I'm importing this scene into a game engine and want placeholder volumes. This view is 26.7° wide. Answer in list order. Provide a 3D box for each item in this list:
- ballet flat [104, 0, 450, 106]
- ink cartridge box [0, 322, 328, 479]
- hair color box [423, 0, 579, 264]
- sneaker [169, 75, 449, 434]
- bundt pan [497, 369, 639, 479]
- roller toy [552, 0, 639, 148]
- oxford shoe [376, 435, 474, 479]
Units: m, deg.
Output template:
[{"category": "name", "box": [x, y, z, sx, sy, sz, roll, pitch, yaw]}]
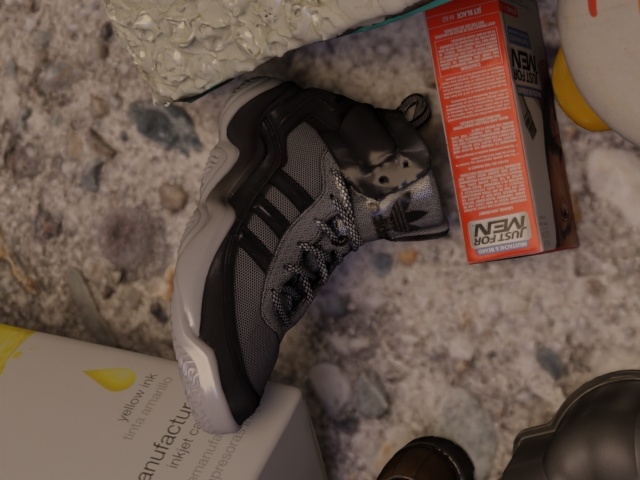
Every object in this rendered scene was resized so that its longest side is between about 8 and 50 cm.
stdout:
[{"category": "ballet flat", "box": [-0.007, -0.184, 0.812, 0.409, 0.147, 0.147, -15, 85, 46]}, {"category": "ink cartridge box", "box": [-0.222, 0.209, 0.905, 0.385, 0.279, 0.160, 9, 137, 24]}, {"category": "hair color box", "box": [0.117, -0.072, 0.859, 0.053, 0.093, 0.167, -10, 88, 25]}, {"category": "sneaker", "box": [0.000, 0.000, 0.864, 0.153, 0.101, 0.268, -1, 54, 16]}, {"category": "bundt pan", "box": [0.225, 0.237, 0.803, 0.331, 0.124, 0.330, 1, 92, 25]}, {"category": "roller toy", "box": [0.245, -0.125, 0.770, 0.191, 0.146, 0.209, 42, 104, 29]}, {"category": "oxford shoe", "box": [0.043, 0.249, 0.901, 0.083, 0.096, 0.227, 7, 96, 22]}]
